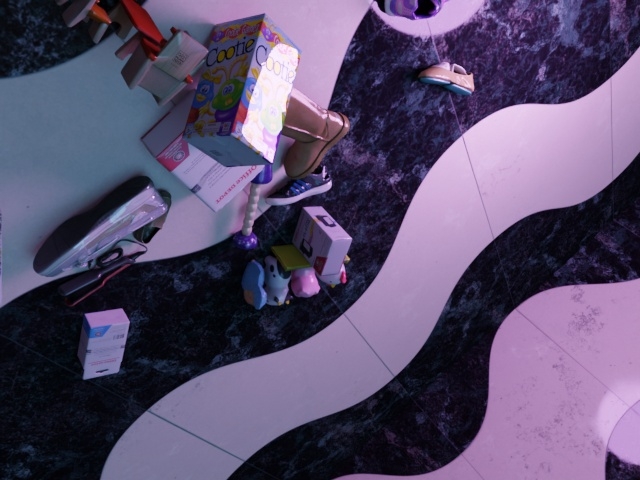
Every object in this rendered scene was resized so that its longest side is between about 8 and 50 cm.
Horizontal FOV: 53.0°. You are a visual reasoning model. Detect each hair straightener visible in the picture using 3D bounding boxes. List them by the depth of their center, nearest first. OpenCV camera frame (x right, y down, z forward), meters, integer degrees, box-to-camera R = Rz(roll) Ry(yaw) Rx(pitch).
[{"bbox_3d":[-0.527,0.067,1.556,0.230,0.047,0.089,-31,140,-16],"label":"hair straightener"}]

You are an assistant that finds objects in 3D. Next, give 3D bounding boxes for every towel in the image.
[{"bbox_3d":[-0.029,0.043,1.930,0.237,0.102,0.021,-6,133,-37],"label":"towel"}]

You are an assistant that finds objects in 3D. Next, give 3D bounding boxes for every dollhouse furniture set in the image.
[{"bbox_3d":[-0.313,-0.378,1.175,0.135,0.259,0.262,-44,144,15],"label":"dollhouse furniture set"}]

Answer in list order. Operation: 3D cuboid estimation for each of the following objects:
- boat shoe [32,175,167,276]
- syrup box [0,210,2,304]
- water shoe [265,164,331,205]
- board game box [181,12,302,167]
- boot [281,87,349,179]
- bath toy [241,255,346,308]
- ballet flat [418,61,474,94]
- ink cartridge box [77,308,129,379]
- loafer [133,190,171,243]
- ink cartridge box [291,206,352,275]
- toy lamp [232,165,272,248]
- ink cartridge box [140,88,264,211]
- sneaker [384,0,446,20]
[{"bbox_3d":[-0.494,-0.017,1.451,0.320,0.118,0.103,-41,131,-15],"label":"boat shoe"},{"bbox_3d":[-0.710,0.022,1.315,0.093,0.096,0.237,-7,129,-35],"label":"syrup box"},{"bbox_3d":[-0.066,-0.154,1.762,0.203,0.073,0.080,-20,109,-26],"label":"water shoe"},{"bbox_3d":[-0.161,-0.311,1.356,0.144,0.142,0.275,31,66,-51],"label":"board game box"},{"bbox_3d":[-0.086,-0.269,1.576,0.269,0.089,0.236,12,129,-50],"label":"boot"},{"bbox_3d":[-0.062,0.118,1.948,0.348,0.129,0.151,-11,131,-36],"label":"bath toy"},{"bbox_3d":[0.360,-0.474,1.845,0.232,0.080,0.073,3,95,-46],"label":"ballet flat"},{"bbox_3d":[-0.574,0.272,1.689,0.104,0.060,0.180,-5,127,-39],"label":"ink cartridge box"},{"bbox_3d":[-0.400,-0.051,1.558,0.056,0.050,0.148,13,115,-47],"label":"loafer"},{"bbox_3d":[0.000,0.000,1.858,0.072,0.175,0.127,-5,127,-35],"label":"ink cartridge box"},{"bbox_3d":[-0.177,-0.105,1.684,0.080,0.080,0.275,-12,131,-34],"label":"toy lamp"},{"bbox_3d":[-0.268,-0.204,1.497,0.172,0.100,0.237,-44,141,-1],"label":"ink cartridge box"},{"bbox_3d":[0.279,-0.608,1.611,0.236,0.104,0.095,-27,137,-22],"label":"sneaker"}]
